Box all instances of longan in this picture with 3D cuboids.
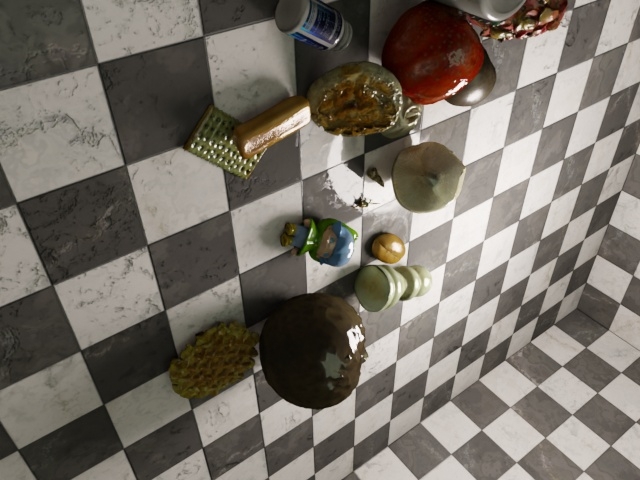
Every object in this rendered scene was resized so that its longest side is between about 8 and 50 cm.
[{"bbox_3d":[-0.019,0.367,1.951,0.391,0.391,0.391,-25,135,-27],"label":"longan"},{"bbox_3d":[0.456,-0.521,1.834,0.198,0.198,0.212,-56,146,9],"label":"longan"}]

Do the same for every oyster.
[{"bbox_3d":[0.184,-0.202,1.928,0.038,0.081,0.083,-28,107,9],"label":"oyster"}]

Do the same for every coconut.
[{"bbox_3d":[0.354,-0.208,1.917,0.245,0.245,0.247,-51,-178,3],"label":"coconut"}]

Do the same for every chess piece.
[{"bbox_3d":[0.306,0.168,2.260,0.330,0.182,0.183,-5,124,-43],"label":"chess piece"}]

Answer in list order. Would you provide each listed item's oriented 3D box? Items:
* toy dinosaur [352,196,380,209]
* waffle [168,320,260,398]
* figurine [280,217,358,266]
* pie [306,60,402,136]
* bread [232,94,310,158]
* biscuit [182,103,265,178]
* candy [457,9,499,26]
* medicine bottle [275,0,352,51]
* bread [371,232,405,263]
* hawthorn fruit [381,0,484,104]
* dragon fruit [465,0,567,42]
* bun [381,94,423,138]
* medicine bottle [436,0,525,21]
[{"bbox_3d":[0.159,-0.130,1.990,0.113,0.026,0.041,-15,138,-23],"label":"toy dinosaur"},{"bbox_3d":[-0.343,0.393,1.910,0.324,0.068,0.302,-35,139,-20],"label":"waffle"},{"bbox_3d":[0.000,0.000,1.871,0.263,0.143,0.162,12,105,-30],"label":"figurine"},{"bbox_3d":[0.094,-0.381,1.601,0.274,0.055,0.274,1,146,1],"label":"pie"},{"bbox_3d":[-0.132,-0.302,1.526,0.239,0.074,0.093,-35,147,-26],"label":"bread"},{"bbox_3d":[-0.239,-0.251,1.526,0.231,0.016,0.139,25,101,-51],"label":"biscuit"},{"bbox_3d":[0.468,-0.801,1.556,0.171,0.263,0.398,14,110,-38],"label":"candy"},{"bbox_3d":[-0.011,-0.536,1.436,0.191,0.107,0.107,7,115,-47],"label":"medicine bottle"},{"bbox_3d":[0.265,0.036,2.193,0.189,0.077,0.114,29,95,-48],"label":"bread"},{"bbox_3d":[0.289,-0.495,1.626,0.287,0.287,0.330,9,130,-47],"label":"hawthorn fruit"},{"bbox_3d":[0.628,-0.753,1.743,0.314,0.263,0.296,-41,140,-10],"label":"dragon fruit"},{"bbox_3d":[0.262,-0.399,1.812,0.183,0.102,0.183,-28,139,-27],"label":"bun"},{"bbox_3d":[0.352,-0.701,1.461,0.208,0.339,0.208,-25,136,-27],"label":"medicine bottle"}]
